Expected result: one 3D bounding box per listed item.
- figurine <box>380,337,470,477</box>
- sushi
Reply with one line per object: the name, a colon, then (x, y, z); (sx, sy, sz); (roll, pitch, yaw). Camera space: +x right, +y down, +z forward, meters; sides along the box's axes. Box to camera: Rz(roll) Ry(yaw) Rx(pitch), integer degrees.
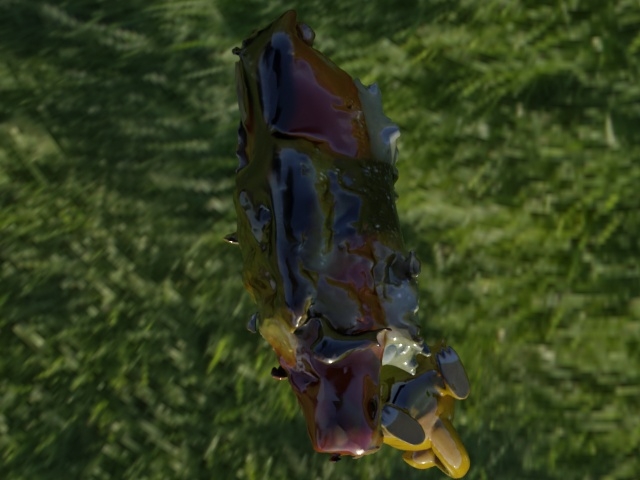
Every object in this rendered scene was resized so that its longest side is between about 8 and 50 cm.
figurine: (0.057, 0.136, 1.509); (0.121, 0.176, 0.122); (-44, 120, -18)
sushi: (0.003, 0.000, 0.934); (0.103, 0.097, 0.226); (3, 70, -27)
